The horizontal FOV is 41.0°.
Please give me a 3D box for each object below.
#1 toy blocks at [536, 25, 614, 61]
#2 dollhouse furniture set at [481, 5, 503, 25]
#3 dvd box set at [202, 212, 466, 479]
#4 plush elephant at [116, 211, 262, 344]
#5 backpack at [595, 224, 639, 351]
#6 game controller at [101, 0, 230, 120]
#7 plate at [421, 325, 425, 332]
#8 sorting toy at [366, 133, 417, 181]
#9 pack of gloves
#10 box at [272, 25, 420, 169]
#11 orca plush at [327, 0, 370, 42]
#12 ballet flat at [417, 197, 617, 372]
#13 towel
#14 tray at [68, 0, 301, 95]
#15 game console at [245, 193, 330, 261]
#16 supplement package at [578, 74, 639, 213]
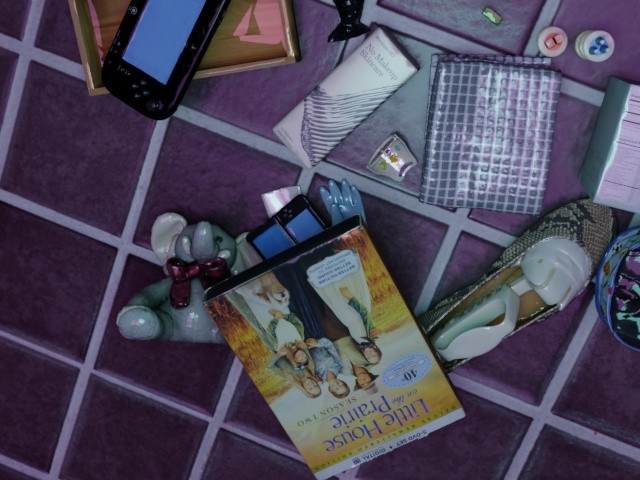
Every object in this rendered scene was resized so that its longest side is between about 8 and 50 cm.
[{"bbox_3d":[0.438,-0.339,1.475,0.123,0.148,0.054,8,105,7],"label":"toy blocks"},{"bbox_3d":[0.343,-0.453,1.508,0.076,0.058,0.152,39,107,-3],"label":"dollhouse furniture set"},{"bbox_3d":[0.030,0.199,1.496,0.307,0.062,0.420,-26,111,9],"label":"dvd box set"},{"bbox_3d":[-0.228,0.070,1.657,0.271,0.330,0.255,4,83,-5],"label":"plush elephant"},{"bbox_3d":[0.629,0.084,1.523,0.263,0.213,0.276,7,99,-5],"label":"backpack"},{"bbox_3d":[-0.278,-0.383,1.553,0.166,0.067,0.319,30,107,1],"label":"game controller"},{"bbox_3d":[0.084,0.224,1.669,0.277,0.045,0.278,31,119,39],"label":"plate"},{"bbox_3d":[0.142,-0.153,1.633,0.075,0.045,0.083,39,107,-10],"label":"sorting toy"},{"bbox_3d":[0.000,0.000,1.694,0.195,0.046,0.232,-12,102,12],"label":"pack of gloves"},{"bbox_3d":[0.048,-0.264,1.589,0.275,0.094,0.113,-43,95,17],"label":"box"},{"bbox_3d":[0.010,-0.500,1.529,0.151,0.102,0.287,0,105,10],"label":"orca plush"},{"bbox_3d":[0.357,0.113,1.592,0.483,0.182,0.164,-38,97,16],"label":"ballet flat"},{"bbox_3d":[0.304,-0.194,1.552,0.235,0.121,0.284,6,105,7],"label":"towel"},{"bbox_3d":[-0.255,-0.407,1.615,0.411,0.076,0.203,-7,104,12],"label":"tray"},{"bbox_3d":[-0.047,0.005,1.653,0.124,0.085,0.144,-38,91,29],"label":"game console"},{"bbox_3d":[0.557,-0.163,1.478,0.149,0.194,0.203,14,107,5],"label":"supplement package"}]
